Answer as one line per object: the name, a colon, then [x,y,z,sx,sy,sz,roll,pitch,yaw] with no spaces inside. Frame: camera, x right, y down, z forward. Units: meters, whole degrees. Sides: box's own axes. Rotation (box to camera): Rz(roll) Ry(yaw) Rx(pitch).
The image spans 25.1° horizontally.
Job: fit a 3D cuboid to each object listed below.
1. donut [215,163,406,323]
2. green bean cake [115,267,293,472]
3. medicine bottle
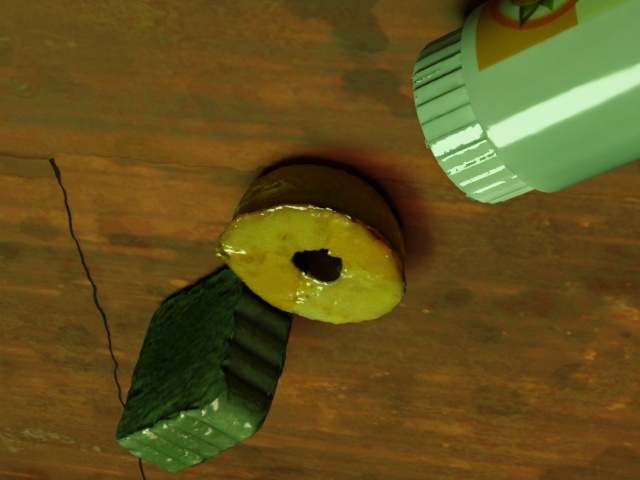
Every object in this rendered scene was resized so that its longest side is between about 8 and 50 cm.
donut: [-0.001,0.000,1.356,0.174,0.075,0.190,-22,133,35]
green bean cake: [-0.111,0.128,1.448,0.094,0.183,0.185,31,142,-22]
medicine bottle: [0.229,-0.141,1.045,0.318,0.158,0.158,-23,129,36]
